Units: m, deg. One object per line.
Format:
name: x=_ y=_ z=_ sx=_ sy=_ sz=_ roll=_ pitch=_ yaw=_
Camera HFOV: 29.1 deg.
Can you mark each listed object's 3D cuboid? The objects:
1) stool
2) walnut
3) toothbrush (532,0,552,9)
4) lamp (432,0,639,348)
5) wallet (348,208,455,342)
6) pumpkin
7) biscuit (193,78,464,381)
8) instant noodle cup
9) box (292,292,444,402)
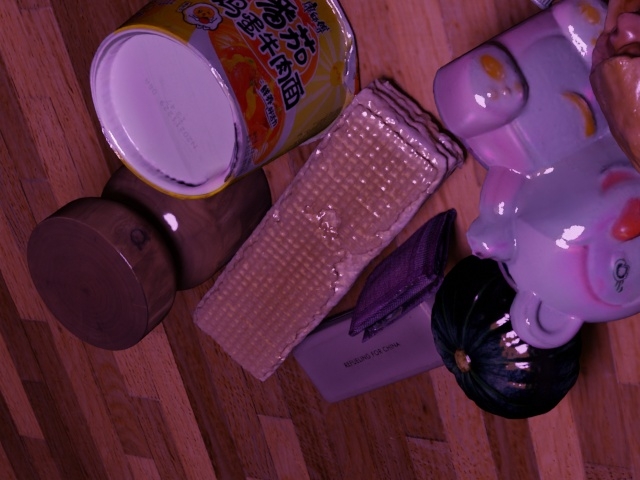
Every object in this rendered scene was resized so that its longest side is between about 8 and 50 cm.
stool: x=-0.202 y=-0.011 z=1.497 sx=0.179 sy=0.264 sz=0.179 roll=18 pitch=127 yaw=25
walnut: x=0.307 y=-0.116 z=1.031 sx=0.141 sy=0.238 sz=0.204 roll=-17 pitch=118 yaw=2
toothbrush: x=0.145 y=-0.304 z=1.223 sx=0.219 sy=0.016 sz=0.019 roll=41 pitch=133 yaw=6
lamp: x=0.233 y=-0.063 z=1.212 sx=0.301 sy=0.247 sz=0.247 roll=61 pitch=163 yaw=-5
wallet: x=0.094 y=0.039 z=1.428 sx=0.030 sy=0.111 sz=0.166 roll=31 pitch=136 yaw=-18
pumpkin: x=0.203 y=0.103 z=1.355 sx=0.194 sy=0.150 sz=0.194 roll=35 pitch=158 yaw=16
biscuit: x=0.000 y=0.000 z=1.458 sx=0.144 sy=0.078 sz=0.426 roll=42 pitch=127 yaw=4
instant noodle cup: x=-0.118 y=-0.181 z=1.368 sx=0.264 sy=0.200 sz=0.264 roll=20 pitch=129 yaw=26
box: x=0.074 y=0.128 z=1.539 sx=0.243 sy=0.055 sz=0.103 roll=-26 pitch=102 yaw=43
